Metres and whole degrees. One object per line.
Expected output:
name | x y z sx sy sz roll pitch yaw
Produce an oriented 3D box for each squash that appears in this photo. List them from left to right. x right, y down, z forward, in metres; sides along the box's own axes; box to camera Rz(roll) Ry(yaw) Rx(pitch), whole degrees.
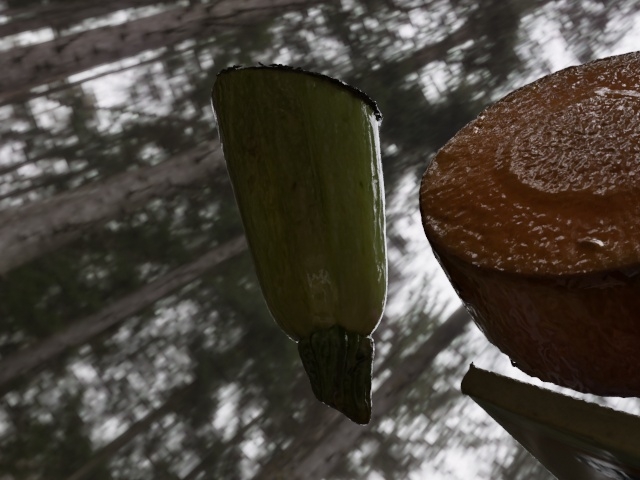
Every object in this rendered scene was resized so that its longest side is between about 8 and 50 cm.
squash | 0.002 -0.011 1.152 0.137 0.137 0.288 -35 -133 25

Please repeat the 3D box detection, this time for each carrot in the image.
carrot | 0.196 -0.027 1.030 0.258 0.307 0.100 -9 -60 11

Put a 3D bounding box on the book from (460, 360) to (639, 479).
book | 0.176 0.132 0.608 0.241 0.018 0.170 43 -17 -33
